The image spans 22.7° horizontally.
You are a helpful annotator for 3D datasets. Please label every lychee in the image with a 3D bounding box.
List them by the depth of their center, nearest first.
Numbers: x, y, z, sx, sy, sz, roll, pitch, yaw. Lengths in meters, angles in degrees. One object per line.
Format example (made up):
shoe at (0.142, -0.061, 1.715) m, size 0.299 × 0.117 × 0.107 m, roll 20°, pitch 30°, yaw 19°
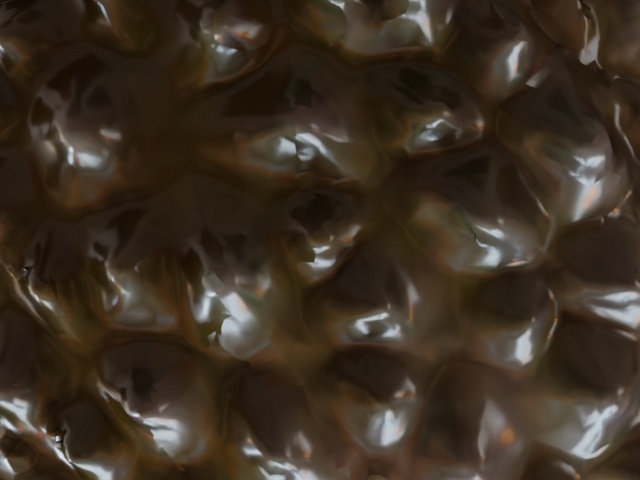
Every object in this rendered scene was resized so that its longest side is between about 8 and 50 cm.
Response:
lychee at (0.000, 0.000, 0.540) m, size 0.380 × 0.432 × 0.380 m, roll -9°, pitch -145°, yaw 7°
